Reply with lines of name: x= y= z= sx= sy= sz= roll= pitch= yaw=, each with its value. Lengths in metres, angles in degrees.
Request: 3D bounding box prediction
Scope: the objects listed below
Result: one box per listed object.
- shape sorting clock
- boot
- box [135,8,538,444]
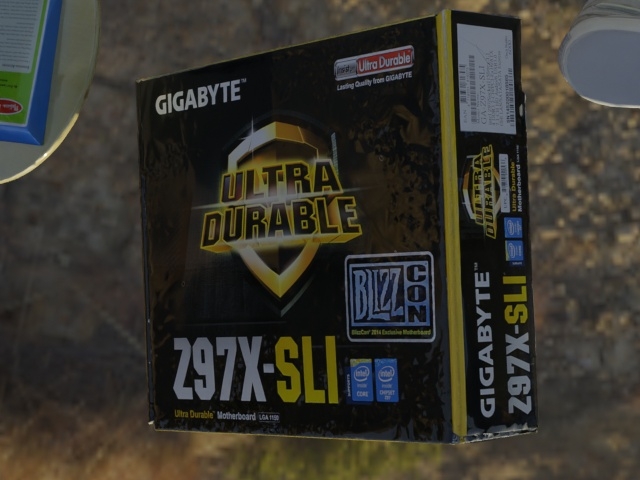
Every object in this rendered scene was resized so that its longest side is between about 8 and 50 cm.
shape sorting clock: x=-0.230 y=-0.140 z=1.215 sx=0.206 sy=0.206 sz=0.040 roll=-28 pitch=157 yaw=28
boot: x=0.322 y=-0.148 z=1.363 sx=0.258 sy=0.123 sz=0.095 roll=14 pitch=124 yaw=10
box: x=0.000 y=0.000 z=1.144 sx=0.079 sy=0.257 sz=0.322 roll=-3 pitch=179 yaw=-40
